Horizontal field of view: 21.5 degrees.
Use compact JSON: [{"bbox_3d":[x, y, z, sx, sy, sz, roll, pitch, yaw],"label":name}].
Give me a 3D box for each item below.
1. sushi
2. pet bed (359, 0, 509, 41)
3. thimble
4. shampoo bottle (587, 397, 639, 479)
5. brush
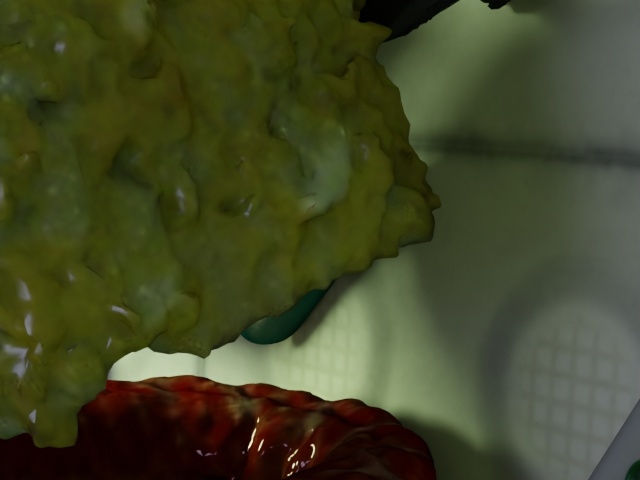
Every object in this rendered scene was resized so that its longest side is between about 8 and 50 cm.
[{"bbox_3d":[-0.173,-0.031,0.898,0.396,0.351,0.240,-10,105,51],"label":"sushi"},{"bbox_3d":[0.081,-0.234,0.907,0.183,0.159,0.211,55,138,4],"label":"pet bed"},{"bbox_3d":[-0.102,0.219,0.973,0.350,0.350,0.230,11,103,52],"label":"thimble"},{"bbox_3d":[0.170,0.139,0.823,0.092,0.092,0.303,53,129,38],"label":"shampoo bottle"},{"bbox_3d":[0.000,0.000,1.093,0.193,0.043,0.032,-54,33,36],"label":"brush"}]
